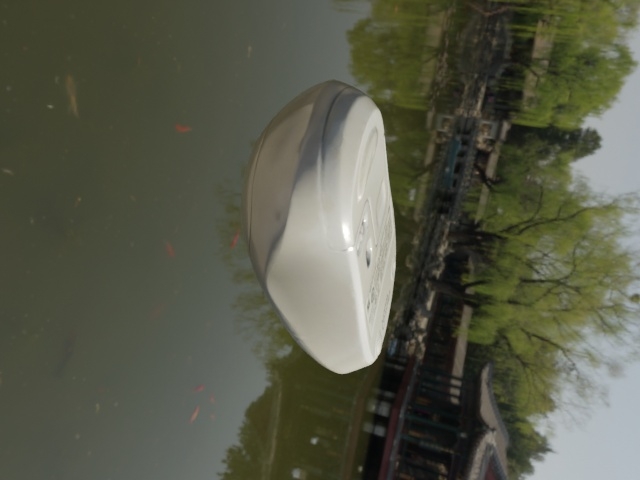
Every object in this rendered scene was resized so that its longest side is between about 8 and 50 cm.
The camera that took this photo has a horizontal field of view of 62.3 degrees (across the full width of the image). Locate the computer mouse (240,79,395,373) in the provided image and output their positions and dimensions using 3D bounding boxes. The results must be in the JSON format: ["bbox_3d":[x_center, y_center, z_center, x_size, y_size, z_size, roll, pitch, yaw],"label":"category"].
[{"bbox_3d":[0.000,0.000,0.495,0.297,0.121,0.184,75,23,-53],"label":"computer mouse"}]
